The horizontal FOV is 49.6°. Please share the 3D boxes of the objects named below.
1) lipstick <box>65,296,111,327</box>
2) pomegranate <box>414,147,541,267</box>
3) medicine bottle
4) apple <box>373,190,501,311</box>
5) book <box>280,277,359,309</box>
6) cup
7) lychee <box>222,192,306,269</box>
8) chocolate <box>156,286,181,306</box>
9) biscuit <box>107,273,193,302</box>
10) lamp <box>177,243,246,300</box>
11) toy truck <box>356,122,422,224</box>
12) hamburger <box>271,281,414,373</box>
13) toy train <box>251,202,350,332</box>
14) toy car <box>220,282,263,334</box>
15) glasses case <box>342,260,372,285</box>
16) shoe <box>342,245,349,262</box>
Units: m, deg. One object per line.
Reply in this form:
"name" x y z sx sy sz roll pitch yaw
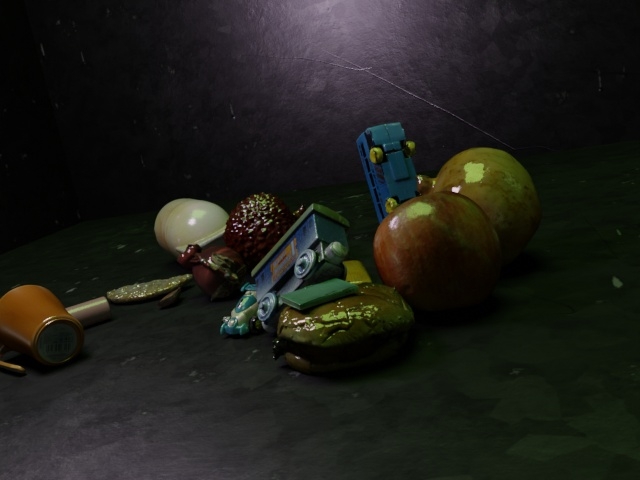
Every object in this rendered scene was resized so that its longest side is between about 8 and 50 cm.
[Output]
"lipstick" -0.731 0.231 1.971 0.255 0.070 0.070 -18 14 -31
"pomegranate" 0.397 -0.082 1.818 0.343 0.342 0.342 -10 12 2
"medicine bottle" -0.439 -0.028 2.494 0.236 0.235 0.406 -16 13 -24
"apple" 0.272 0.040 1.566 0.302 0.301 0.301 -10 12 2
"book" -0.004 0.109 1.412 0.135 0.017 0.103 -16 13 -25
"cup" -0.734 0.242 1.775 0.264 0.182 0.226 14 60 48
"lychee" -0.171 -0.028 2.238 0.300 0.264 0.264 -28 9 11
"chocolate" -0.448 0.175 2.072 0.065 0.031 0.100 -28 7 5
"biscuit" -0.557 0.163 2.200 0.290 0.038 0.141 -11 13 9
"lamp" -0.303 0.085 2.061 0.151 0.215 0.223 -42 51 -1
"toy truck" 0.255 -0.210 2.408 0.161 0.384 0.162 -15 -5 -21
"hamburger" 0.049 0.179 1.401 0.309 0.132 0.211 -10 10 -4
"toy train" -0.048 0.072 1.594 0.299 0.131 0.201 -46 35 31
"toy car" -0.181 0.169 1.714 0.126 0.098 0.161 -4 12 35
"glasses case" 0.089 0.099 1.869 0.079 0.064 0.234 -10 12 -3
"shoe" 0.007 -0.002 2.214 0.128 0.139 0.262 -3 16 -24
